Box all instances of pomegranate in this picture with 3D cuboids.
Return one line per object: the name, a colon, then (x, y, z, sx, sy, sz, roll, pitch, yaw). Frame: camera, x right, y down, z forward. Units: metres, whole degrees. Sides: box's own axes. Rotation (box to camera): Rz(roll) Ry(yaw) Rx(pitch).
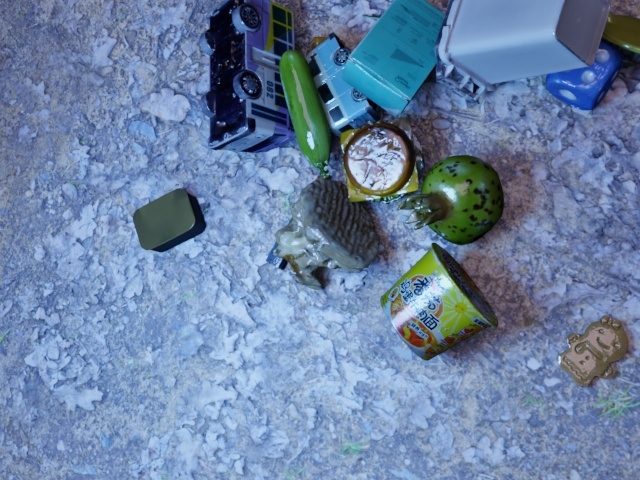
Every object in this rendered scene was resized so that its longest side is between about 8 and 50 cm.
pomegranate: (0.336, -0.082, 1.605, 0.286, 0.231, 0.231, -38, 68, -23)

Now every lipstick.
lipstick: (-0.062, -0.063, 1.836, 0.051, 0.051, 0.312, 27, 88, 24)

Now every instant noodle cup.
instant noodle cup: (0.290, 0.166, 1.578, 0.200, 0.264, 0.264, -40, 70, 15)

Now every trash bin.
trash bin: (0.492, -0.511, 1.558, 0.367, 0.255, 0.296, 16, 86, 53)

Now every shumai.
shumai: (0.000, 0.000, 1.758, 0.262, 0.267, 0.314, -45, 36, 37)

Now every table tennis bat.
table tennis bat: (0.759, -0.546, 1.602, 0.368, 0.224, 0.054, 36, 137, 27)

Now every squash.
squash: (-0.038, -0.359, 1.764, 0.101, 0.101, 0.379, -14, 91, 15)

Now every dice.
dice: (0.680, -0.431, 1.611, 0.146, 0.143, 0.146, 37, 92, 21)

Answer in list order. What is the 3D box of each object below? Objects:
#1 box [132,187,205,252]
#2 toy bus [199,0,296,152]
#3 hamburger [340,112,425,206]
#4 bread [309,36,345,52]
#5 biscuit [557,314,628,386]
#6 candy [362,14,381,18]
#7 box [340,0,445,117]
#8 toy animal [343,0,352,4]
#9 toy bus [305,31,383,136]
box: (-0.468, -0.058, 1.947, 0.201, 0.090, 0.145, -27, 73, 12)
toy bus: (-0.201, -0.479, 1.854, 0.209, 0.249, 0.440, -15, 73, 45)
hamburger: (0.171, -0.223, 1.721, 0.243, 0.138, 0.262, -5, 95, 21)
bread: (0.019, -0.590, 1.915, 0.062, 0.103, 0.049, -53, 47, 49)
biscuit: (0.678, 0.276, 1.540, 0.184, 0.027, 0.133, -32, 70, 10)
candy: (0.206, -0.663, 1.872, 0.184, 0.049, 0.056, 19, 55, 29)
box: (0.222, -0.516, 1.715, 0.205, 0.118, 0.311, 34, 70, 2)
toy animal: (0.035, -0.937, 1.897, 0.344, 0.194, 0.303, 33, 97, 15)
toy bus: (0.053, -0.448, 1.829, 0.164, 0.133, 0.271, -28, 74, 16)
